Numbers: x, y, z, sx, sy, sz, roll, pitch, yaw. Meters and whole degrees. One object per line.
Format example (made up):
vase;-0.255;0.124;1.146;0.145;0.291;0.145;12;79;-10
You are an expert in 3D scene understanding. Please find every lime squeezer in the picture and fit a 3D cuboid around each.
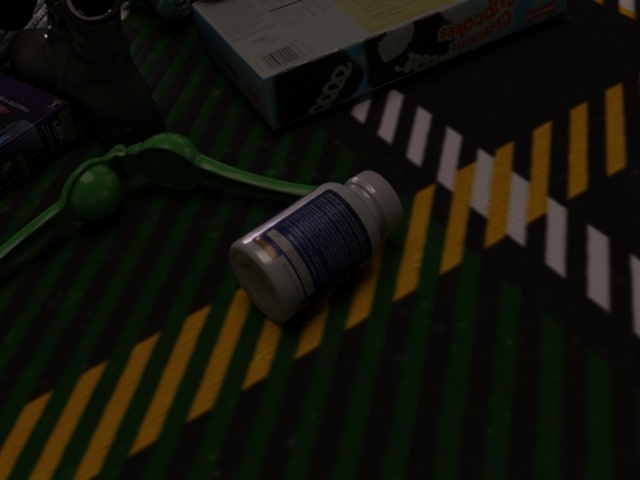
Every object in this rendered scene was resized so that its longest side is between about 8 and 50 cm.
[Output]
lime squeezer;-0.152;-0.028;0.715;0.310;0.059;0.110;-16;73;-8

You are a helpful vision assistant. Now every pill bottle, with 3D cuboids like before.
pill bottle;0.000;0.000;0.632;0.120;0.067;0.067;-34;48;-24

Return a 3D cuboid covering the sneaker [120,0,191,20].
sneaker;-0.194;-0.284;0.989;0.076;0.065;0.166;-28;40;5

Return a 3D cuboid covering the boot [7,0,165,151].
boot;-0.234;-0.197;0.818;0.083;0.161;0.246;-35;48;-25

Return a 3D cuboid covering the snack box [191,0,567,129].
snack box;0.055;-0.229;0.869;0.322;0.060;0.187;-24;43;-14

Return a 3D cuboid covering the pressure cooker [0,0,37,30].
pressure cooker;-0.500;-0.348;0.864;0.370;0.375;0.420;-21;41;1

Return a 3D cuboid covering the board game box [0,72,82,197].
board game box;-0.332;-0.099;0.815;0.170;0.048;0.141;24;54;31
